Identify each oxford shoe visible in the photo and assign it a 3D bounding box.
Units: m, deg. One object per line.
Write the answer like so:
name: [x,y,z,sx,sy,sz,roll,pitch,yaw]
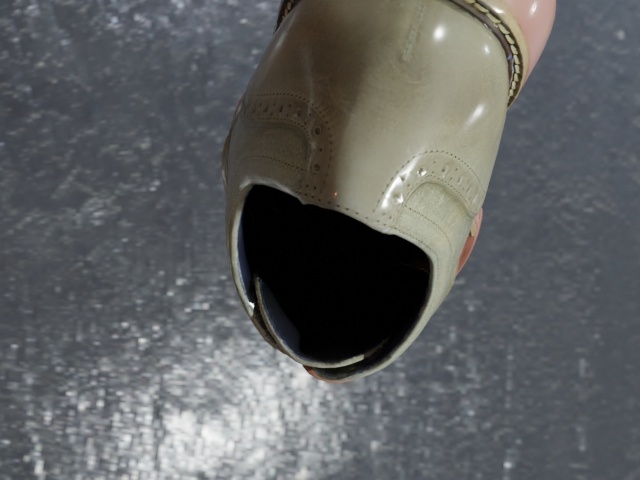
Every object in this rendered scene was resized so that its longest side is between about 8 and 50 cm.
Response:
oxford shoe: [0.000,0.000,0.682,0.140,0.397,0.146,19,68,6]
